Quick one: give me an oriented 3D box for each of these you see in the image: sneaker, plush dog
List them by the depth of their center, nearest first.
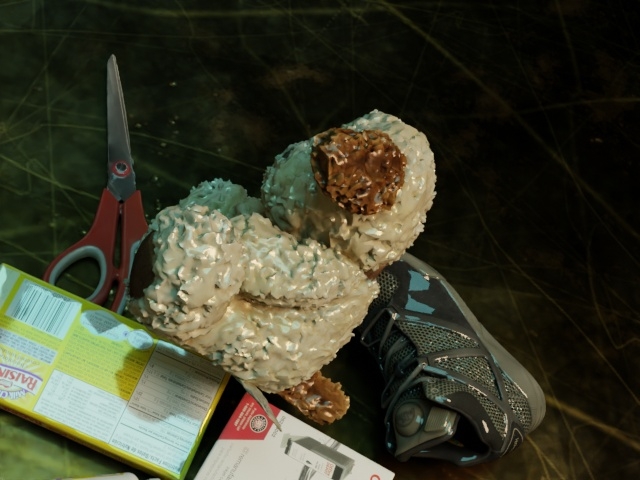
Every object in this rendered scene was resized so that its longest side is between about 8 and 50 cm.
[{"bbox_3d":[0.000,0.000,0.905,0.211,0.262,0.225,41,98,-3],"label":"plush dog"},{"bbox_3d":[0.073,0.096,0.973,0.227,0.087,0.130,47,36,10],"label":"sneaker"}]

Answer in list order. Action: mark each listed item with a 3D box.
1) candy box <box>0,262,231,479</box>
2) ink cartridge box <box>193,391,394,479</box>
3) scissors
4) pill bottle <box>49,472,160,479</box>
[{"bbox_3d":[-0.182,0.105,0.934,0.206,0.027,0.105,24,67,0],"label":"candy box"},{"bbox_3d":[-0.025,0.195,0.911,0.135,0.056,0.099,28,54,3],"label":"ink cartridge box"},{"bbox_3d":[-0.168,-0.044,1.051,0.109,0.021,0.297,11,54,-6],"label":"scissors"},{"bbox_3d":[-0.161,0.196,0.879,0.083,0.043,0.043,-2,59,-17],"label":"pill bottle"}]
